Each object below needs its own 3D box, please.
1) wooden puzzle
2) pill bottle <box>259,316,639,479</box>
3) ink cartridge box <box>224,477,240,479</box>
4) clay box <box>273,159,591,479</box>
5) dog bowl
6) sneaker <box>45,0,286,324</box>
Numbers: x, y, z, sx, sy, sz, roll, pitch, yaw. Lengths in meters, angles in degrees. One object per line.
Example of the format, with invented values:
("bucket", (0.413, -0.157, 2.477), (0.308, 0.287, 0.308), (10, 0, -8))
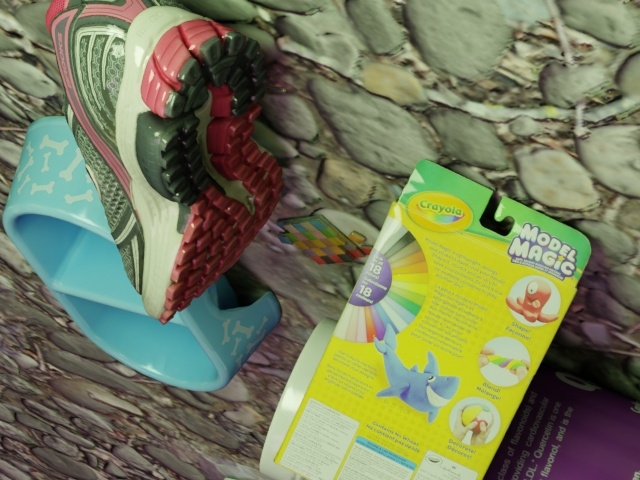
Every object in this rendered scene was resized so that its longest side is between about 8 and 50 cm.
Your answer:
("wooden puzzle", (0.000, 0.000, 1.223), (0.049, 0.006, 0.083), (40, 152, -29))
("pill bottle", (0.128, 0.171, 1.230), (0.323, 0.181, 0.181), (22, 156, 8))
("ink cartridge box", (-0.033, 0.328, 1.850), (0.104, 0.062, 0.181), (5, 148, 38))
("clay box", (0.073, 0.068, 1.104), (0.127, 0.222, 0.053), (26, -168, 4))
("dog bowl", (-0.139, 0.021, 1.321), (0.166, 0.074, 0.297), (14, 153, 25))
("sneaker", (-0.097, -0.057, 1.090), (0.112, 0.121, 0.299), (34, 152, 19))
